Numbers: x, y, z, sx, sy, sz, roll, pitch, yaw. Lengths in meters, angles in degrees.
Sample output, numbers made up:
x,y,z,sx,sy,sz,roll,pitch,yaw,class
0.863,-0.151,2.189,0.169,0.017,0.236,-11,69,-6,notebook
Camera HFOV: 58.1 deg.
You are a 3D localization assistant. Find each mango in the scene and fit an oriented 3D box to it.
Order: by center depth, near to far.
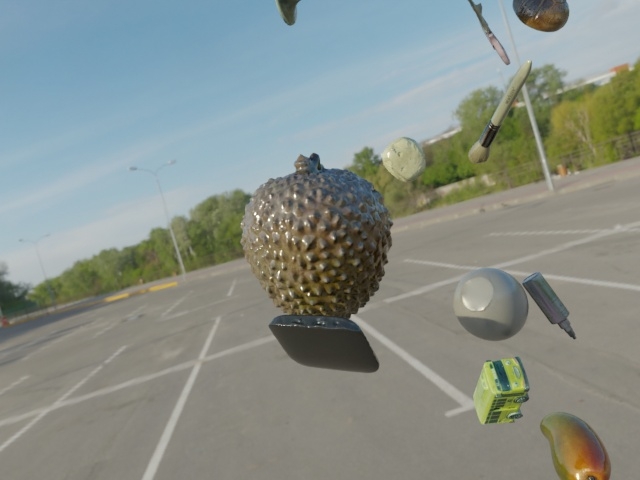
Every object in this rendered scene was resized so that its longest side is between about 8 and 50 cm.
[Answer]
x,y,z,sx,sy,sz,roll,pitch,yaw,class
0.693,0.566,1.563,0.289,0.129,0.146,-81,17,-63,mango

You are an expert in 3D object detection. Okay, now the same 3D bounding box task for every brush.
x,y,z,sx,sy,sz,roll,pitch,yaw,class
0.339,-0.235,1.087,0.042,0.039,0.299,0,-27,-5,brush

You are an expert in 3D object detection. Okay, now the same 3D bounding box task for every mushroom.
x,y,z,sx,sy,sz,roll,pitch,yaw,class
0.453,-0.479,1.182,0.109,0.126,0.085,-6,-36,-49,mushroom

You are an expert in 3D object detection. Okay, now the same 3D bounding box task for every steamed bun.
x,y,z,sx,sy,sz,roll,pitch,yaw,class
0.239,-0.235,1.646,0.112,0.130,0.091,-47,19,2,steamed bun

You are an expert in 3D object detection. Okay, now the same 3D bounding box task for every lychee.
x,y,z,sx,sy,sz,roll,pitch,yaw,class
0.000,0.000,1.422,0.379,0.433,0.380,-10,8,1,lychee

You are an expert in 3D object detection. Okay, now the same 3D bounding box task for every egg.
x,y,z,sx,sy,sz,roll,pitch,yaw,class
0.427,0.163,1.437,0.176,0.176,0.232,-16,-33,23,egg

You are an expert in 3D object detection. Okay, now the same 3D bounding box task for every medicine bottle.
x,y,z,sx,sy,sz,roll,pitch,yaw,class
0.614,0.178,1.523,0.057,0.199,0.057,-35,-4,-3,medicine bottle

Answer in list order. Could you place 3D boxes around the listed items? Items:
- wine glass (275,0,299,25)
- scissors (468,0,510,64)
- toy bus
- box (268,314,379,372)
x,y,z,sx,sy,sz,roll,pitch,yaw,class
0.058,-0.574,1.075,0.309,0.265,0.096,-7,2,23,wine glass
0.344,-0.445,1.194,0.021,0.110,0.212,-33,-34,20,scissors
0.402,0.339,1.288,0.101,0.088,0.175,-5,-41,0,toy bus
0.010,0.223,1.230,0.212,0.201,0.042,-1,50,22,box
